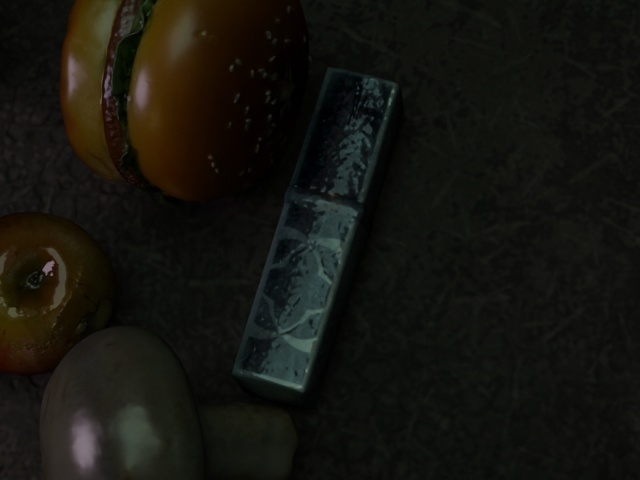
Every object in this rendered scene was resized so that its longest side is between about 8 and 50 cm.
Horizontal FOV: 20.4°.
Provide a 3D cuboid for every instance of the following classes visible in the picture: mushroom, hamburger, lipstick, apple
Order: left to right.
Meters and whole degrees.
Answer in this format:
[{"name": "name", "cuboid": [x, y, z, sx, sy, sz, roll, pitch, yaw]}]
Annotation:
[{"name": "apple", "cuboid": [-0.249, 0.043, 1.511, 0.146, 0.146, 0.146, -2, 71, 7]}, {"name": "mushroom", "cuboid": [-0.128, 0.177, 1.417, 0.209, 0.206, 0.206, 14, 73, 1]}, {"name": "hamburger", "cuboid": [-0.097, -0.143, 1.497, 0.170, 0.246, 0.246, 14, 73, 25]}, {"name": "lipstick", "cuboid": [0.000, 0.000, 1.522, 0.077, 0.076, 0.290, 14, 76, 10]}]
